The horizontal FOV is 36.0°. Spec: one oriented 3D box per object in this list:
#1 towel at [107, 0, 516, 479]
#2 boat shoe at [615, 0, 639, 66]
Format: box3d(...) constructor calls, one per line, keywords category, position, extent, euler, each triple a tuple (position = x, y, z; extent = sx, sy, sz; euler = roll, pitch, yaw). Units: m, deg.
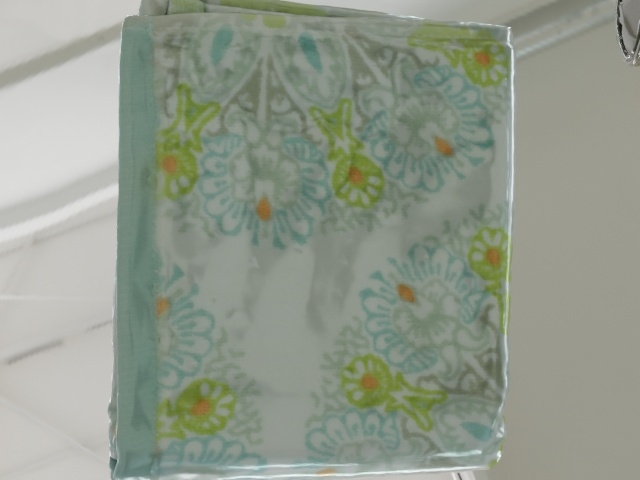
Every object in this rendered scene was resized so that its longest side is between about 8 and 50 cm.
box3d(category="towel", position=(0.000, 0.000, 0.770), extent=(0.321, 0.090, 0.374), euler=(2, -90, -15))
box3d(category="boat shoe", position=(0.290, -0.246, 0.688), extent=(0.104, 0.307, 0.110), euler=(-4, -117, 1))
